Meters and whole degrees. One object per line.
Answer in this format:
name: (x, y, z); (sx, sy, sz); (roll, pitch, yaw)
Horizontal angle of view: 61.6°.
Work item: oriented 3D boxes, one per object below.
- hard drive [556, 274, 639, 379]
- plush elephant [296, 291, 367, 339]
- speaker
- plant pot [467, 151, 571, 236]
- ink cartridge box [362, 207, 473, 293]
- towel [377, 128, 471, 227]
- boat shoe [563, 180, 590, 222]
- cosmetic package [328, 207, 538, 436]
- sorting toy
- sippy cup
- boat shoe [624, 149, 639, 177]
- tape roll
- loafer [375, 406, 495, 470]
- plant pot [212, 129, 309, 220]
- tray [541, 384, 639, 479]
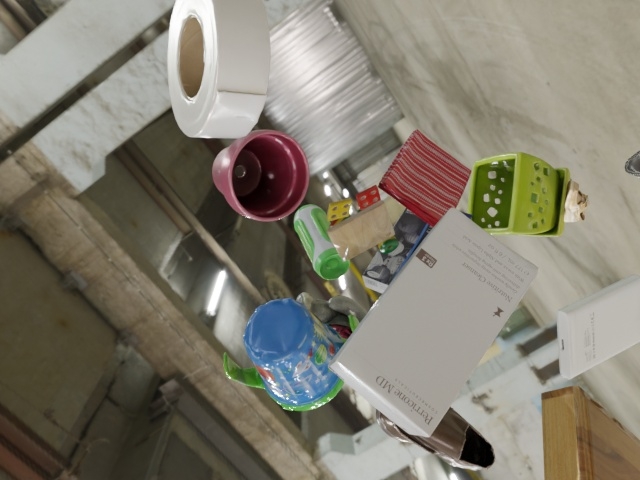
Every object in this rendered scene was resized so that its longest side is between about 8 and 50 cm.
hard drive: (0.903, 0.272, 1.721); (0.047, 0.352, 0.233); (23, 128, 62)
plush elephant: (0.106, 0.305, 1.544); (0.329, 0.272, 0.255); (4, -173, -38)
speaker: (0.000, 0.000, 1.810); (0.131, 0.131, 0.297); (47, -170, -39)
plant pot: (0.578, -0.119, 1.553); (0.228, 0.206, 0.228); (-175, 92, -74)
ink cartridge box: (0.263, 0.009, 1.422); (0.165, 0.333, 0.065); (18, 149, 30)
towel: (0.270, -0.156, 1.342); (0.198, 0.031, 0.275); (36, -132, -2)
boat shoe: (0.662, -0.099, 1.384); (0.170, 0.059, 0.063); (49, -126, -57)
cosmetic package: (0.213, 0.155, 1.039); (0.217, 0.385, 0.156); (36, 161, 6)
sorting toy: (0.080, -0.034, 1.147); (0.046, 0.132, 0.275); (62, -178, 33)
sippy cup: (-0.068, 0.257, 1.282); (0.240, 0.305, 0.224); (34, 162, 35)
boat shoe: (0.770, -0.195, 1.199); (0.227, 0.068, 0.081); (152, 116, -69)
tape roll: (-0.197, -0.333, 1.000); (0.100, 0.286, 0.286); (-4, -128, -32)
loafer: (0.281, 0.430, 1.244); (0.365, 0.134, 0.130); (33, 158, -28)
plant pot: (-0.155, -0.152, 1.235); (0.180, 0.201, 0.201); (15, 151, 54)
tray: (0.518, 0.433, 0.888); (0.410, 0.076, 0.203); (38, -135, -21)
